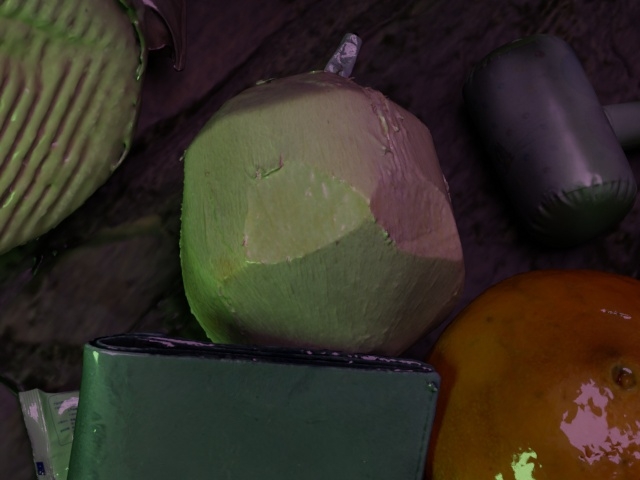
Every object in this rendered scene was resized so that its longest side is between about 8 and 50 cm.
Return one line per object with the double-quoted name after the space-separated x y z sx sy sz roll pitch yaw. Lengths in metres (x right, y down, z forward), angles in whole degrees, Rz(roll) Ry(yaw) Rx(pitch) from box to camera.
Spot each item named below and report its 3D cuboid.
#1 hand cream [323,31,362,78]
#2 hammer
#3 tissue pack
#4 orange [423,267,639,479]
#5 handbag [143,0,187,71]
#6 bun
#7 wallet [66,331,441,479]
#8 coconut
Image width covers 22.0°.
0.018 -0.166 1.609 0.030 0.019 0.093 28 64 -3 "hand cream"
0.311 -0.114 1.619 0.335 0.119 0.206 -11 67 -29 "hammer"
-0.144 0.167 1.363 0.193 0.026 0.123 -6 63 -20 "tissue pack"
0.213 0.157 1.363 0.283 0.226 0.284 5 57 -7 "orange"
-0.203 -0.278 1.548 0.182 0.117 0.270 4 61 -5 "handbag"
-0.320 -0.147 1.337 0.359 0.360 0.211 -30 43 -29 "bun"
-0.062 0.203 1.276 0.290 0.054 0.251 8 102 -20 "wallet"
0.000 0.000 1.373 0.244 0.245 0.247 -3 55 -18 "coconut"
